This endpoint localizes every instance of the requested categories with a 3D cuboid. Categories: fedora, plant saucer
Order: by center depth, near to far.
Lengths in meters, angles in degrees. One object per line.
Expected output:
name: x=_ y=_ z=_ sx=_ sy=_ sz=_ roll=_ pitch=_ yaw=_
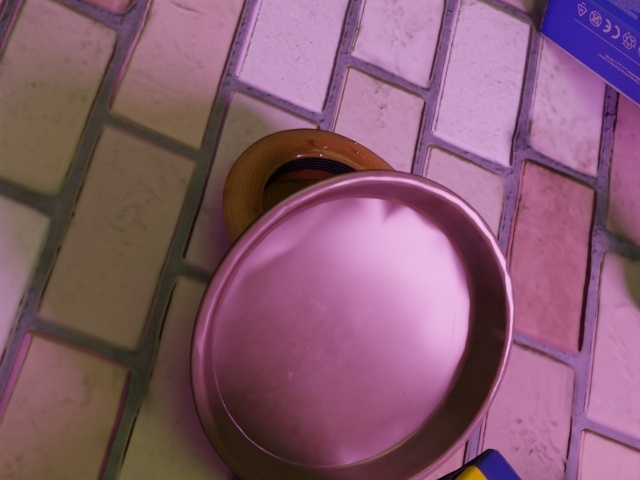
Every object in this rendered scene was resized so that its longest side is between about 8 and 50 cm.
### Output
plant saucer: x=0.026 y=0.077 z=0.991 sx=0.277 sy=0.041 sz=0.278 roll=-7 pitch=108 yaw=-23
fedora: x=0.000 y=0.000 z=1.073 sx=0.194 sy=0.079 sz=0.194 roll=10 pitch=60 yaw=-18

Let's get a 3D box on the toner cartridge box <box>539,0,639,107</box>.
toner cartridge box: x=0.402 y=-0.169 z=1.263 sx=0.165 sy=0.075 sz=0.348 roll=-22 pitch=51 yaw=-32

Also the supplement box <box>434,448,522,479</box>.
supplement box: x=0.025 y=0.337 z=0.853 sx=0.356 sy=0.194 sz=0.195 roll=-36 pitch=85 yaw=-34
